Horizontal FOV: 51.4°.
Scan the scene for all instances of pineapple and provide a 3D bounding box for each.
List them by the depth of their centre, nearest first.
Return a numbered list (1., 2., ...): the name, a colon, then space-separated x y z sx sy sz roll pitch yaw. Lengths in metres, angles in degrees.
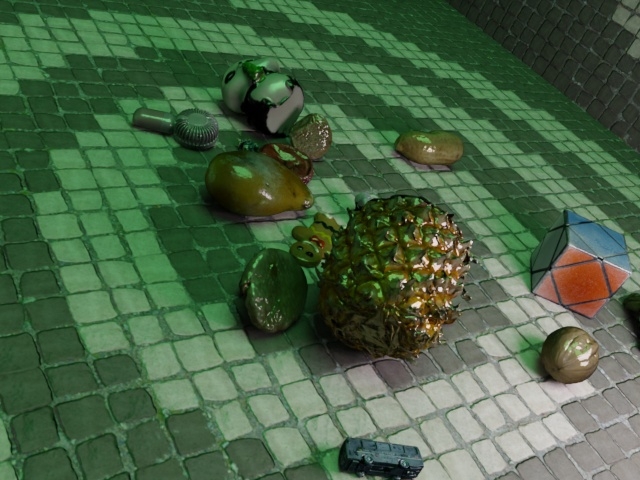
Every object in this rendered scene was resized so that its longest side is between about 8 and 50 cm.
1. pineapple: 0.162 0.093 1.473 0.353 0.352 0.300 23 53 -2

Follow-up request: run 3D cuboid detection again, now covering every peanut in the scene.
1. peanut: 0.379 -0.324 2.314 0.253 0.122 0.137 -3 35 -26

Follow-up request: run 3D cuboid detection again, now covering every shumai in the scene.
1. shumai: -0.128 0.106 1.484 0.120 0.201 0.201 -4 17 39
2. shumai: -0.031 -0.327 2.098 0.146 0.145 0.116 17 13 -9

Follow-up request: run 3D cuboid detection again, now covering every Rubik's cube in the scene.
1. Rubik's cube: 0.760 0.068 1.960 0.205 0.207 0.205 23 37 1

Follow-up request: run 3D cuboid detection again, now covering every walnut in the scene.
1. walnut: 0.627 0.287 1.671 0.140 0.140 0.162 40 24 20

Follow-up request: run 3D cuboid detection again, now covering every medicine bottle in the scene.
1. medicine bottle: 0.132 -0.082 1.904 0.055 0.074 0.118 10 37 -18

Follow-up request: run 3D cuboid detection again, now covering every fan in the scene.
1. fan: -0.416 -0.334 1.920 0.245 0.074 0.130 11 49 -10

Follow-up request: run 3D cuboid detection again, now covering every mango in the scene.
1. mango: -0.156 -0.147 1.767 0.317 0.146 0.192 8 47 -32

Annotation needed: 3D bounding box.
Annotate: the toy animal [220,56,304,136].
1. toy animal: -0.190 -0.471 2.098 0.267 0.212 0.213 42 39 17

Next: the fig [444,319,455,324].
1. fig: 0.332 0.187 1.710 0.050 0.050 0.083 40 20 20

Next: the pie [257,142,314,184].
1. pie: -0.106 -0.223 1.968 0.183 0.049 0.182 16 41 -15

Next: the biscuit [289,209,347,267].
1. biscuit: 0.001 -0.001 1.764 0.158 0.035 0.240 30 36 12

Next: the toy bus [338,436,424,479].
1. toy bus: 0.116 0.422 1.286 0.166 0.047 0.065 13 33 -17

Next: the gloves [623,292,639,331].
1. gloves: 0.977 0.234 1.969 0.135 0.107 0.268 49 28 -20

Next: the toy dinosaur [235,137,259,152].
1. toy dinosaur: -0.217 -0.278 1.989 0.083 0.030 0.047 36 39 18
